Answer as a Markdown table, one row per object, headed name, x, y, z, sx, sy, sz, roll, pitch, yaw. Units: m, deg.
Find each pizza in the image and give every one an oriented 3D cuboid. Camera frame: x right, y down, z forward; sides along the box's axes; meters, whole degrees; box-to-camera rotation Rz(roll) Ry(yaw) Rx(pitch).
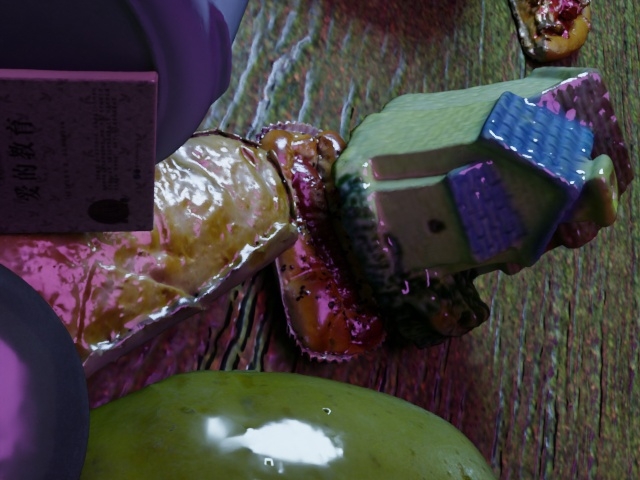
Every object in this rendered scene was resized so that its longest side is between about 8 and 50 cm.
| name | x | y | z | sx | sy | sz | roll | pitch | yaw |
| --- | --- | --- | --- | --- | --- | --- | --- | --- | --- |
| pizza | 0.263 | -0.309 | 1.148 | 0.193 | 0.053 | 0.201 | 48 | 45 | -18 |

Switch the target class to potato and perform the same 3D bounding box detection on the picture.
| name | x | y | z | sx | sy | sz | roll | pitch | yaw |
| --- | --- | --- | --- | --- | --- | --- | --- | --- | --- |
| potato | -0.012 | 0.178 | 0.539 | 0.304 | 0.216 | 0.216 | 28 | 54 | -37 |

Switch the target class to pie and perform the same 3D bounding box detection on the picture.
| name | x | y | z | sx | sy | sz | roll | pitch | yaw |
| --- | --- | --- | --- | --- | --- | --- | --- | --- | --- |
| pie | -0.129 | 0.004 | 0.601 | 0.282 | 0.068 | 0.129 | -29 | 86 | -40 |

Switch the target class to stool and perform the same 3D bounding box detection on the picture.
| name | x | y | z | sx | sy | sz | roll | pitch | yaw |
| --- | --- | --- | --- | --- | --- | --- | --- | --- | --- |
| stool | -0.197 | 0.066 | 0.443 | 0.153 | 0.139 | 0.228 | 21 | 62 | -35 |

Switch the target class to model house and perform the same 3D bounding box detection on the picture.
| name | x | y | z | sx | sy | sz | roll | pitch | yaw |
| --- | --- | --- | --- | --- | --- | --- | --- | --- | --- |
| model house | 0.142 | -0.029 | 0.755 | 0.195 | 0.189 | 0.214 | 67 | 27 | -14 |

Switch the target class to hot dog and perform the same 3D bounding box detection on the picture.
| name | x | y | z | sx | sy | sz | roll | pitch | yaw |
| --- | --- | --- | --- | --- | --- | --- | --- | --- | --- |
| hot dog | 0.000 | 0.000 | 0.743 | 0.108 | 0.059 | 0.191 | -6 | 78 | -42 |

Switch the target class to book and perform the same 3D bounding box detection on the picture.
| name | x | y | z | sx | sy | sz | roll | pitch | yaw |
| --- | --- | --- | --- | --- | --- | --- | --- | --- | --- |
| book | -0.170 | -0.043 | 0.492 | 0.172 | 0.118 | 0.012 | -1 | 53 | -11 |

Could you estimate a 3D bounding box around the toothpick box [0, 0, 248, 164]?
| name | x | y | z | sx | sy | sz | roll | pitch | yaw |
| --- | --- | --- | --- | --- | --- | --- | --- | --- | --- |
| toothpick box | -0.131 | -0.243 | 0.576 | 0.263 | 0.263 | 0.355 | 38 | 47 | -27 |
